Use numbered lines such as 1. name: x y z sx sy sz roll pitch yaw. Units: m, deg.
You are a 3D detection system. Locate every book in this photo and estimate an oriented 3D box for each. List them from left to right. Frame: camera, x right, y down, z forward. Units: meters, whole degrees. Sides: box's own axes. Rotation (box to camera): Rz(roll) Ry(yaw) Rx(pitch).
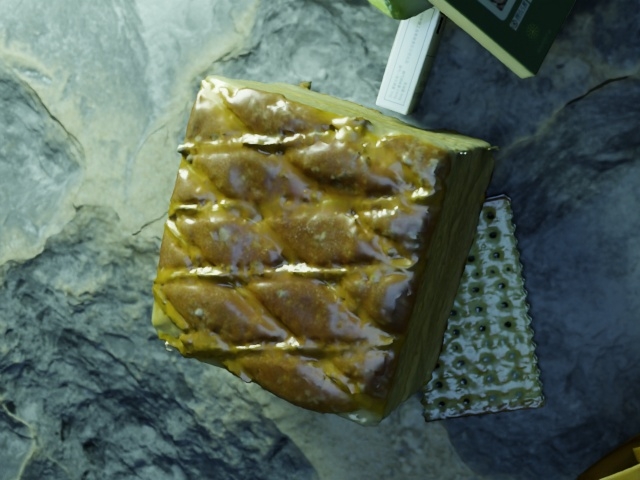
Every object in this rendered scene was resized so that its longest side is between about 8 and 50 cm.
1. book: 0.142 -0.306 0.930 0.264 0.027 0.202 34 77 -20

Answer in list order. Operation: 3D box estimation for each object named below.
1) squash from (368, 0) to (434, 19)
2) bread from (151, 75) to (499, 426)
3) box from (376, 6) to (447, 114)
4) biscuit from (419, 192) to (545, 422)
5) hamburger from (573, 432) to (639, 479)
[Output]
1. squash: 0.078 -0.338 0.998 0.237 0.155 0.204 -38 105 -22
2. bread: 0.000 0.000 1.009 0.279 0.207 0.279 21 103 17
3. box: 0.101 -0.207 1.027 0.040 0.084 0.154 21 103 11
4. biscuit: 0.155 0.074 1.085 0.139 0.016 0.232 -10 94 16
5. hamburger: 0.378 0.257 0.905 0.274 0.274 0.212 -33 77 17
